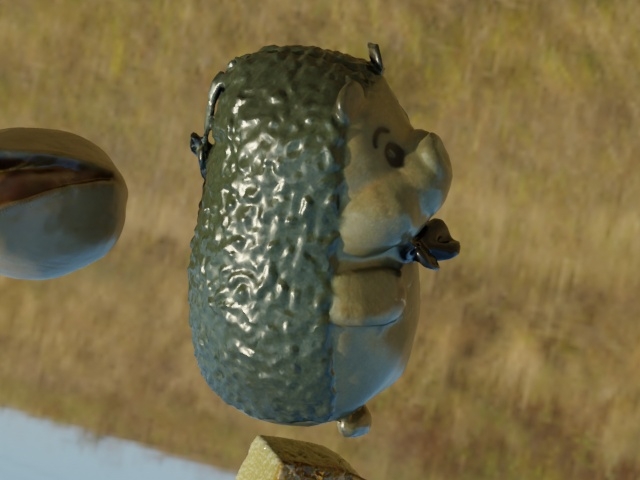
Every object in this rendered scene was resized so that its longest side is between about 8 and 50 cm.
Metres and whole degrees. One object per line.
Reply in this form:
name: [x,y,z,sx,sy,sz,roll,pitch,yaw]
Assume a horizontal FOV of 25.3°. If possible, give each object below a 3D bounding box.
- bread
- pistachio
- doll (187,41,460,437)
bread: [-0.023,0.237,1.370,0.109,0.080,0.084,16,-167,-32]
pistachio: [-0.250,-0.034,1.227,0.144,0.144,0.215,10,-174,25]
doll: [0.000,0.000,1.268,0.247,0.349,0.247,-2,-159,1]
